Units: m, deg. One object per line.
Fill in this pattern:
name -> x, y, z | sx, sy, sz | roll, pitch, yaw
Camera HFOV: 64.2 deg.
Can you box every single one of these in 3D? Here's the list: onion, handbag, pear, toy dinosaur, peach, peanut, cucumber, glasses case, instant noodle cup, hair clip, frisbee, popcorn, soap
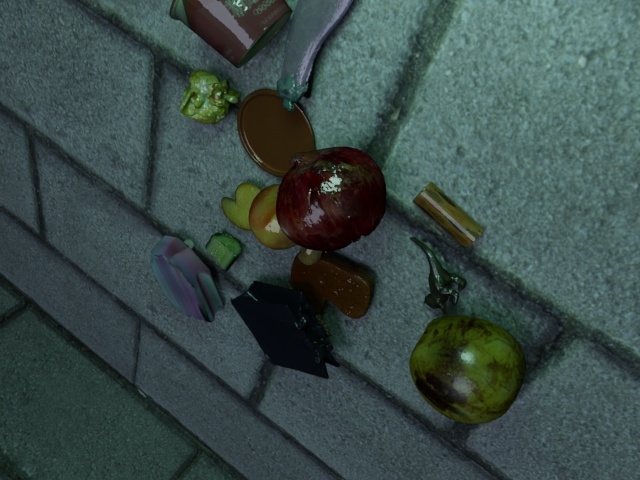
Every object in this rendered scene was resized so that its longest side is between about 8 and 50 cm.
onion -> 0.021, -0.107, 1.220 | 0.276, 0.276, 0.276 | 19, 130, 25
handbag -> -0.103, 0.282, 1.645 | 0.329, 0.122, 0.303 | 1, 126, 48
pear -> 0.360, 0.315, 1.274 | 0.284, 0.283, 0.283 | 19, 130, 25
toy dinosaur -> 0.274, 0.109, 1.315 | 0.179, 0.087, 0.187 | 27, 131, 16
peach -> -0.112, -0.061, 1.406 | 0.184, 0.184, 0.184 | 19, 130, 25
peanut -> 0.000, 0.000, 1.418 | 0.080, 0.080, 0.174 | 39, 112, 7
cucumber -> -0.318, 0.030, 1.708 | 0.116, 0.062, 0.115 | 49, 134, 7
glasses case -> 0.299, -0.057, 1.211 | 0.170, 0.041, 0.064 | 43, 136, 2
instant noodle cup -> -0.185, -0.510, 1.123 | 0.178, 0.234, 0.235 | 44, 136, -13
hair clip -> -0.015, -0.461, 1.133 | 0.096, 0.110, 0.358 | 8, 132, -19
frisbee -> -0.120, -0.283, 1.369 | 0.251, 0.021, 0.250 | 18, 129, 25
popcorn -> -0.300, -0.380, 1.368 | 0.141, 0.162, 0.135 | 60, 175, 17
soap -> -0.489, 0.141, 1.843 | 0.193, 0.109, 0.323 | 9, 135, 26

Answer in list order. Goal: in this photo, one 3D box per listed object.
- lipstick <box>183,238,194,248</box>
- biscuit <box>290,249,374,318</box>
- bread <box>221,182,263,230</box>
lipstick -> -0.511, 0.032, 1.865 | 0.141, 0.040, 0.040 | -25, 104, 43
biscuit -> 0.034, 0.147, 1.544 | 0.277, 0.052, 0.262 | 22, 135, 23
bread -> -0.219, -0.109, 1.541 | 0.188, 0.065, 0.149 | 12, 116, 33
